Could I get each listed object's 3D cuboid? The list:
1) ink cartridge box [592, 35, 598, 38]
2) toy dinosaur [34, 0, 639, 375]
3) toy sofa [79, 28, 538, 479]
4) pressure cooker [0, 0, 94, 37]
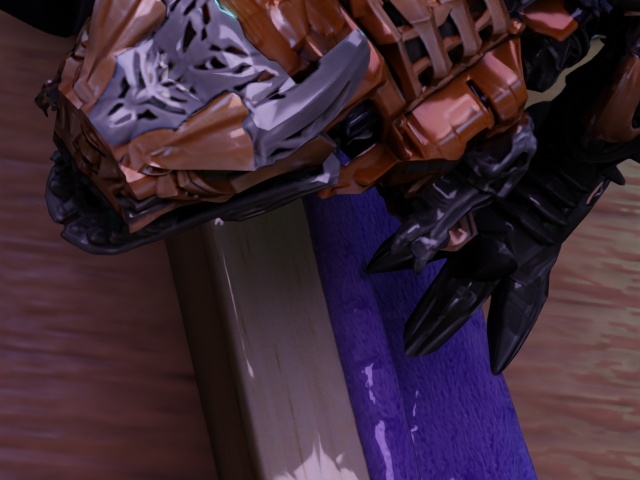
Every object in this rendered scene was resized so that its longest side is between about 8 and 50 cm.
[{"bbox_3d":[0.107,-0.244,0.678,0.131,0.306,0.226,-20,74,-23],"label":"ink cartridge box"},{"bbox_3d":[0.063,-0.076,0.472,0.322,0.218,0.164,-13,70,-24],"label":"toy dinosaur"},{"bbox_3d":[0.000,0.000,0.627,0.177,0.150,0.362,-7,69,-17],"label":"toy sofa"},{"bbox_3d":[-0.282,-0.136,0.441,0.370,0.375,0.420,54,54,-31],"label":"pressure cooker"}]
